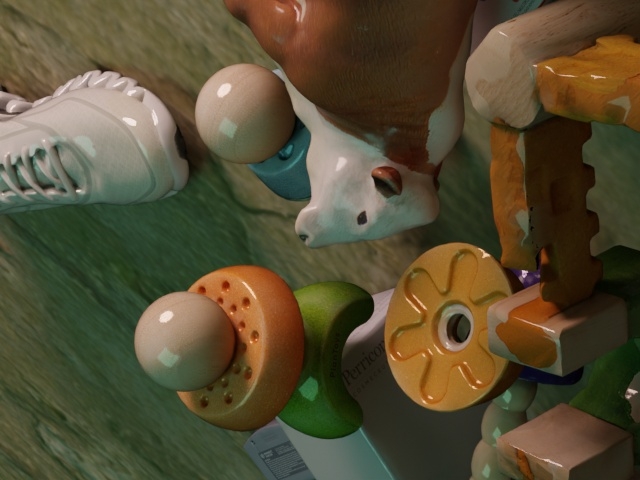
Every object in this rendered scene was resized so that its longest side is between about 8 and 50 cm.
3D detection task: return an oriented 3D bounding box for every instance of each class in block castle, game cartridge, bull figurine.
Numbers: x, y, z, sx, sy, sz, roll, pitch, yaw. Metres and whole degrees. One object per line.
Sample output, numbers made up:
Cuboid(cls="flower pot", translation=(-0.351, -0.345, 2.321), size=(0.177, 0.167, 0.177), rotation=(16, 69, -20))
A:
Cuboid(cls="block castle", translation=(0.257, 0.081, 0.998), size=(0.303, 0.213, 0.453), rotation=(22, 127, 48))
Cuboid(cls="game cartridge", translation=(-0.025, 0.165, 1.519), size=(0.056, 0.017, 0.083), rotation=(51, 143, -9))
Cuboid(cls="bull figurine", translation=(0.017, -0.144, 1.037), size=(0.188, 0.101, 0.310), rotation=(29, 125, 13))

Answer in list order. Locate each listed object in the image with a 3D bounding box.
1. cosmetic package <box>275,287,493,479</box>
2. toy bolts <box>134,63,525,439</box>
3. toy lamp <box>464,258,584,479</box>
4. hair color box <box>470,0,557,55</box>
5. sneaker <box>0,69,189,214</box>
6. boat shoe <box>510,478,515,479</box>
Cuboid(cls="cosmetic package", translation=(0.073, 0.157, 1.332), size=(0.085, 0.117, 0.231), rotation=(-18, 109, 50))
Cuboid(cls="toy bolts", translation=(0.000, 0.000, 1.159), size=(0.218, 0.158, 0.228), rotation=(-5, 79, 43))
Cuboid(cls="toy lamp", translation=(0.108, 0.146, 1.230), size=(0.080, 0.080, 0.275), rotation=(22, 103, 31))
Cuboid(cls="hair color box", translation=(0.068, -0.187, 1.092), size=(0.167, 0.053, 0.093), rotation=(45, 142, 8))
Cuboid(cls="sneaker", translation=(-0.216, -0.058, 1.438), size=(0.292, 0.118, 0.110), rotation=(2, 121, 42))
Cuboid(cls="boat shoe", translation=(0.216, 0.198, 1.258), size=(0.228, 0.081, 0.069), rotation=(35, 135, 11))
